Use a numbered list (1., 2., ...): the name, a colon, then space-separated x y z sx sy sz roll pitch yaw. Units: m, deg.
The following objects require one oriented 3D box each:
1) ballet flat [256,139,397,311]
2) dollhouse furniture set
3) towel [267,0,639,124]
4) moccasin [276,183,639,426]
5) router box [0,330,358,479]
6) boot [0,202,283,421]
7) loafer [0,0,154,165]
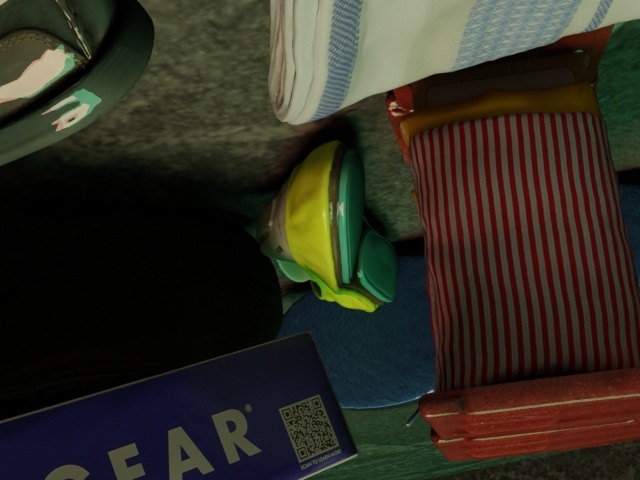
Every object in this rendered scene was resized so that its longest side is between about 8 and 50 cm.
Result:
1. ballet flat: 0.000 0.000 0.636 0.077 0.077 0.231 5 163 13
2. dollhouse furniture set: 0.224 -0.021 0.476 0.374 0.201 0.152 -10 159 6
3. towel: 0.116 -0.125 0.329 0.285 0.034 0.209 -17 162 -12
4. moccasin: 0.126 0.066 0.758 0.342 0.138 0.117 -17 161 25
5. router box: -0.197 0.170 0.556 0.335 0.082 0.301 -12 166 -43
6. boot: -0.249 0.072 0.647 0.377 0.138 0.284 0 158 -35
7. loafer: -0.201 -0.059 0.407 0.267 0.096 0.084 -22 136 17
